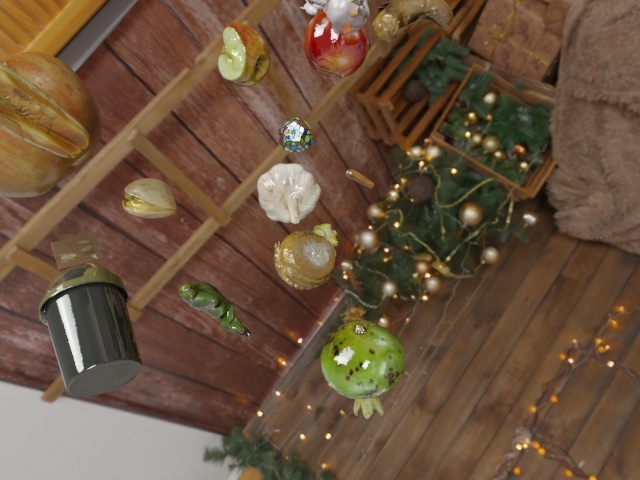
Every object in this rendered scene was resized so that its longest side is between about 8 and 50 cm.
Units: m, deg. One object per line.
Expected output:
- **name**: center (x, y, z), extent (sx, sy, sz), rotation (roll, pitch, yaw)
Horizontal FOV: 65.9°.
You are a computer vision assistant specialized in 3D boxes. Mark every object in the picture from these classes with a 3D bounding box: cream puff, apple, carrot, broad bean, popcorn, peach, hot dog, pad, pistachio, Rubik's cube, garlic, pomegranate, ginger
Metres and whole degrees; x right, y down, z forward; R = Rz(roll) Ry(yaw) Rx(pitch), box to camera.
- **cream puff**: center (-0.043, 0.049, 1.223), extent (0.165, 0.150, 0.115), rotation (30, 146, -23)
- **apple**: center (-0.786, -0.295, 1.319), extent (0.400, 0.400, 0.333), rotation (17, 134, 65)
- **carrot**: center (0.118, -0.186, 1.484), extent (0.093, 0.032, 0.032), rotation (26, 174, -16)
- **broad bean**: center (-0.173, 0.105, 0.800), extent (0.061, 0.046, 0.195), rotation (26, 162, 35)
- **popcorn**: center (0.000, -0.002, 1.505), extent (0.089, 0.109, 0.097), rotation (43, 145, -14)
- **peach**: center (0.055, -0.696, 1.732), extent (0.244, 0.243, 0.199), rotation (34, -160, 20)
- **hot dog**: center (-0.582, -0.253, 0.992), extent (0.269, 0.109, 0.072), rotation (41, -172, -48)
- **apple**: center (-0.258, -0.616, 1.648), extent (0.173, 0.195, 0.160), rotation (29, -149, 15)
- **pad**: center (-0.762, 0.030, 1.544), extent (0.190, 0.127, 0.004), rotation (37, 136, 48)
- **pistachio**: center (-0.489, -0.121, 1.431), extent (0.145, 0.117, 0.200), rotation (17, -177, -1)
- **Rubik's cube**: center (-0.090, -0.379, 1.792), extent (0.133, 0.111, 0.133), rotation (2, 151, 1)
- **garlic**: center (-0.099, -0.115, 1.493), extent (0.199, 0.199, 0.226), rotation (42, -159, -28)
- **pomegranate**: center (0.106, 0.320, 1.243), extent (0.211, 0.211, 0.262), rotation (25, 125, 53)
- **ginger**: center (0.285, -0.712, 1.561), extent (0.133, 0.309, 0.107), rotation (56, 159, 16)

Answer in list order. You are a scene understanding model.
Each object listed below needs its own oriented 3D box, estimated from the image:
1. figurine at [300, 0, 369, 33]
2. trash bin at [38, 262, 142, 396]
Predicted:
- **figurine**: center (0.042, -0.585, 1.216), extent (0.229, 0.112, 0.137), rotation (40, 133, 23)
- **trash bin**: center (-0.590, 0.208, 1.261), extent (0.333, 0.214, 0.214), rotation (62, -176, 28)
